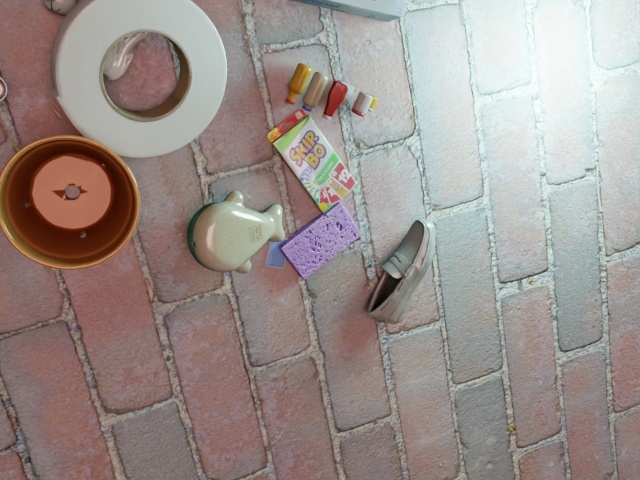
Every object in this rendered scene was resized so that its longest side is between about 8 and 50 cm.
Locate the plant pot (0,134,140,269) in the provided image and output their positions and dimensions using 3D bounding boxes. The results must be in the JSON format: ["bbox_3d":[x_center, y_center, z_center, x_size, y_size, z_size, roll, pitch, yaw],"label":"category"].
[{"bbox_3d":[-0.565,-0.099,1.463,0.291,0.203,0.290,-5,104,-19],"label":"plant pot"}]

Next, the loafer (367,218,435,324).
[{"bbox_3d":[0.229,0.085,1.828,0.111,0.112,0.319,17,96,-30],"label":"loafer"}]

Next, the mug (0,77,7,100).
[{"bbox_3d":[-0.724,-0.343,1.428,0.062,0.064,0.078,-13,105,-16],"label":"mug"}]

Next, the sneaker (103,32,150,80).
[{"bbox_3d":[-0.455,-0.484,1.460,0.115,0.090,0.232,29,90,-46],"label":"sneaker"}]

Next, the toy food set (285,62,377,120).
[{"bbox_3d":[0.034,-0.359,1.667,0.232,0.111,0.104,19,107,-23],"label":"toy food set"}]

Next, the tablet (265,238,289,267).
[{"bbox_3d":[-0.117,0.032,1.753,0.054,0.006,0.083,9,98,-21],"label":"tablet"}]

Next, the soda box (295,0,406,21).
[{"bbox_3d":[0.071,-0.626,1.623,0.286,0.098,0.091,5,99,-20],"label":"soda box"}]

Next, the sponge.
[{"bbox_3d":[0.000,0.000,1.770,0.210,0.031,0.117,-38,113,-10],"label":"sponge"}]

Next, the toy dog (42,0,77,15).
[{"bbox_3d":[-0.550,-0.659,1.352,0.220,0.161,0.333,-8,102,11],"label":"toy dog"}]

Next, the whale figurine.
[{"bbox_3d":[-0.218,-0.023,1.657,0.272,0.141,0.216,-19,109,-40],"label":"whale figurine"}]

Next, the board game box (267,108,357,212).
[{"bbox_3d":[-0.021,-0.211,1.720,0.124,0.039,0.259,-40,109,-8],"label":"board game box"}]

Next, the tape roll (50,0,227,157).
[{"bbox_3d":[-0.403,-0.378,1.463,0.392,0.072,0.392,-17,125,-25],"label":"tape roll"}]
